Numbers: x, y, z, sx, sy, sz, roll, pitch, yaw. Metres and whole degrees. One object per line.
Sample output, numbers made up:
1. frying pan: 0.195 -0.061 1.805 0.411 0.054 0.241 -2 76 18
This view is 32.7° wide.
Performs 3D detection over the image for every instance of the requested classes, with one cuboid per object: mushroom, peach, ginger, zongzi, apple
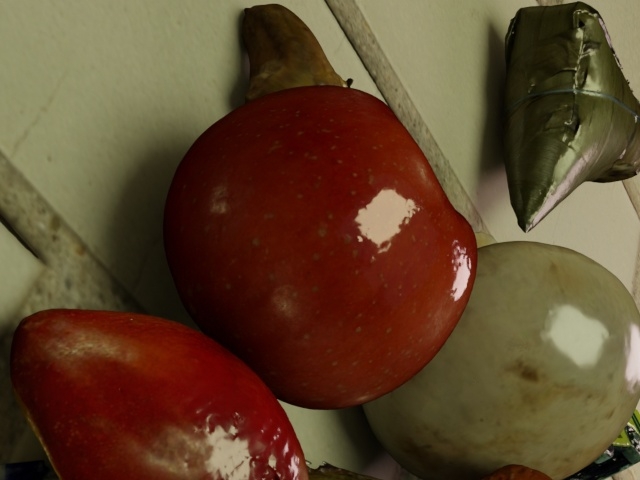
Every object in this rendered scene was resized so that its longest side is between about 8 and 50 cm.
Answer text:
1. mushroom: 0.176 0.104 1.135 0.297 0.298 0.290 44 20 -42
2. peach: -0.097 0.146 0.760 0.154 0.159 0.267 -29 108 -9
3. ginger: 0.011 -0.080 1.062 0.133 0.107 0.309 -50 121 -31
4. zongzi: 0.358 -0.103 1.523 0.323 0.160 0.360 40 51 -43
5. apple: 0.000 0.000 0.886 0.260 0.217 0.260 54 6 -9

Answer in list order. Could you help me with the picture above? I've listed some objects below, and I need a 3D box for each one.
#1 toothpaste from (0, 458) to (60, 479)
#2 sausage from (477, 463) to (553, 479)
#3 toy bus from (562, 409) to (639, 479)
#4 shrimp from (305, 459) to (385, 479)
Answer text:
1. toothpaste: -0.185 0.309 0.722 0.100 0.066 0.323 12 68 -59
2. sausage: 0.212 0.304 1.090 0.330 0.102 0.102 62 35 -55
3. toy bus: 0.317 0.237 1.394 0.262 0.128 0.150 17 44 -53
4. shrimp: 0.011 0.320 0.965 0.365 0.071 0.233 22 82 -36
